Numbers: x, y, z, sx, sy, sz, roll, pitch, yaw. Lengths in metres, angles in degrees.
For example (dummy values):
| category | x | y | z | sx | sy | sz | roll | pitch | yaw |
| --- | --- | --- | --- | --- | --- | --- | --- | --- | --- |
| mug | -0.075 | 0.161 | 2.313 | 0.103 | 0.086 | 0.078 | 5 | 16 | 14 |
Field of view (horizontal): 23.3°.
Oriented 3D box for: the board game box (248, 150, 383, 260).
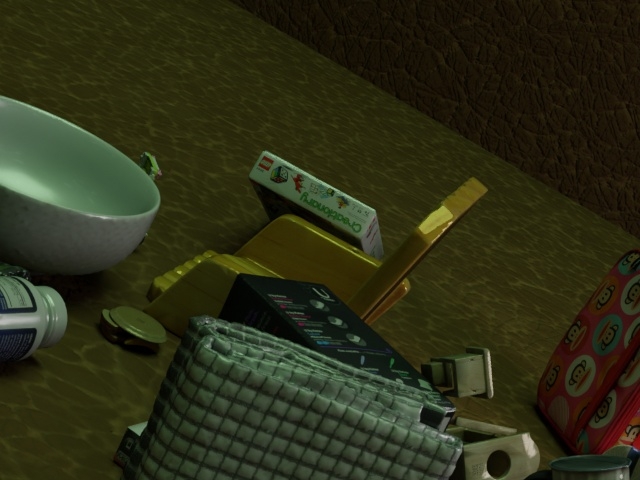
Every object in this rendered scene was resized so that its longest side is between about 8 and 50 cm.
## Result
| category | x | y | z | sx | sy | sz | roll | pitch | yaw |
| --- | --- | --- | --- | --- | --- | --- | --- | --- | --- |
| board game box | -0.001 | -0.037 | 2.386 | 0.193 | 0.053 | 0.305 | 29 | -8 | 10 |

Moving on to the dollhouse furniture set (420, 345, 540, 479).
| category | x | y | z | sx | sy | sz | roll | pitch | yaw |
| --- | --- | --- | --- | --- | --- | --- | --- | --- | --- |
| dollhouse furniture set | 0.155 | 0.196 | 1.795 | 0.101 | 0.161 | 0.182 | -7 | 4 | -28 |

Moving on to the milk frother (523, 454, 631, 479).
| category | x | y | z | sx | sy | sz | roll | pitch | yaw |
| --- | --- | --- | --- | --- | --- | --- | --- | --- | --- |
| milk frother | 0.247 | 0.294 | 1.556 | 0.129 | 0.135 | 0.143 | -4 | 2 | 20 |

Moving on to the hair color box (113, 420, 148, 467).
| category | x | y | z | sx | sy | sz | roll | pitch | yaw |
| --- | --- | --- | --- | --- | --- | --- | --- | --- | --- |
| hair color box | -0.146 | 0.220 | 1.634 | 0.072 | 0.043 | 0.141 | 34 | 17 | 23 |

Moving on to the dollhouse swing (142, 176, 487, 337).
| category | x | y | z | sx | sy | sz | roll | pitch | yaw |
| --- | --- | --- | --- | --- | --- | --- | --- | --- | --- |
| dollhouse swing | 0.000 | 0.000 | 2.055 | 0.315 | 0.305 | 0.347 | 29 | 18 | 10 |

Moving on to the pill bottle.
| category | x | y | z | sx | sy | sz | roll | pitch | yaw |
| --- | --- | --- | --- | --- | --- | --- | --- | --- | --- |
| pill bottle | -0.352 | 0.085 | 1.648 | 0.094 | 0.094 | 0.169 | 36 | 19 | 29 |

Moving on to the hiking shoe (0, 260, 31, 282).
| category | x | y | z | sx | sy | sz | roll | pitch | yaw |
| --- | --- | --- | --- | --- | --- | --- | --- | --- | --- |
| hiking shoe | -0.434 | 0.043 | 1.708 | 0.114 | 0.086 | 0.227 | 22 | 6 | 36 |

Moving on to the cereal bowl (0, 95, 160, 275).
| category | x | y | z | sx | sy | sz | roll | pitch | yaw |
| --- | --- | --- | --- | --- | --- | --- | --- | --- | --- |
| cereal bowl | -0.378 | -0.055 | 1.942 | 0.339 | 0.141 | 0.339 | 23 | 17 | -8 |

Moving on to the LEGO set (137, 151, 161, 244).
| category | x | y | z | sx | sy | sz | roll | pitch | yaw |
| --- | --- | --- | --- | --- | --- | --- | --- | --- | --- |
| LEGO set | -0.313 | -0.098 | 2.222 | 0.132 | 0.107 | 0.287 | 10 | 24 | -44 |

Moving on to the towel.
| category | x | y | z | sx | sy | sz | roll | pitch | yaw |
| --- | --- | --- | --- | --- | --- | --- | --- | --- | --- |
| towel | -0.035 | 0.220 | 1.478 | 0.283 | 0.235 | 0.121 | 21 | 12 | -18 |

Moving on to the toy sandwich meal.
| category | x | y | z | sx | sy | sz | roll | pitch | yaw |
| --- | --- | --- | --- | --- | --- | --- | --- | --- | --- |
| toy sandwich meal | -0.226 | 0.109 | 1.877 | 0.085 | 0.029 | 0.085 | 28 | 13 | -7 |

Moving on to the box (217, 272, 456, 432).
| category | x | y | z | sx | sy | sz | roll | pitch | yaw |
| --- | --- | --- | --- | --- | --- | --- | --- | --- | --- |
| box | -0.004 | 0.177 | 1.757 | 0.143 | 0.165 | 0.270 | 9 | 24 | -43 |

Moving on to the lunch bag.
| category | x | y | z | sx | sy | sz | roll | pitch | yaw |
| --- | --- | --- | --- | --- | --- | --- | --- | --- | --- |
| lunch bag | 0.448 | 0.182 | 2.192 | 0.120 | 0.293 | 0.258 | 24 | 16 | -24 |

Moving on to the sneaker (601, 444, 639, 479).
| category | x | y | z | sx | sy | sz | roll | pitch | yaw |
| --- | --- | --- | --- | --- | --- | --- | --- | --- | --- |
| sneaker | 0.528 | 0.365 | 2.046 | 0.315 | 0.127 | 0.182 | 35 | 21 | 32 |
